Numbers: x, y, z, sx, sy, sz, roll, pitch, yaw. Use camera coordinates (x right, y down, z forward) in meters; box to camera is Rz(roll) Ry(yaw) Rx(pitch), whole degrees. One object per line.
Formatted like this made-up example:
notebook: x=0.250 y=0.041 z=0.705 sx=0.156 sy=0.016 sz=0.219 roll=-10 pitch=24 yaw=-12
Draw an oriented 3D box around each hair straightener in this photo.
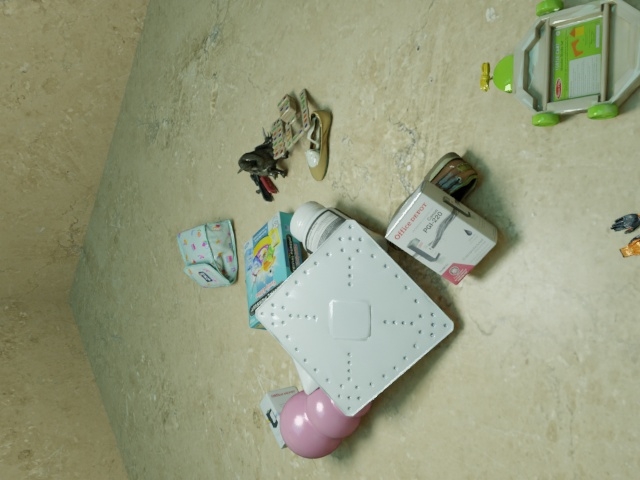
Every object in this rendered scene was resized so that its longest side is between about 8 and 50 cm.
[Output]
hair straightener: x=-0.238 y=-0.220 z=1.988 sx=0.230 sy=0.047 sz=0.089 roll=54 pitch=127 yaw=34

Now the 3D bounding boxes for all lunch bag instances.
lunch bag: x=-0.454 y=0.067 z=2.147 sx=0.224 sy=0.160 sz=0.262 roll=-12 pitch=91 yaw=44

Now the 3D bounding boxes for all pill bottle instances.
pill bottle: x=0.049 y=-0.002 z=1.553 sx=0.278 sy=0.162 sz=0.162 roll=34 pitch=114 yaw=35

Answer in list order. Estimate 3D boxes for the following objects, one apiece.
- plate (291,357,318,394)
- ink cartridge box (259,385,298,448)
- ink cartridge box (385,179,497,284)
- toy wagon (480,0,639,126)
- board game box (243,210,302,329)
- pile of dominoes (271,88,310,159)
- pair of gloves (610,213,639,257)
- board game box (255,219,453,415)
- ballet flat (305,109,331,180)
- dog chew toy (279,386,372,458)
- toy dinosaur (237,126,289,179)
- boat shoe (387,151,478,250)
plate: x=0.001 y=0.276 z=1.596 sx=0.278 sy=0.045 sz=0.277 roll=-43 pitch=41 yaw=11
ink cartridge box: x=-0.108 y=0.592 z=1.765 sx=0.175 sy=0.128 sz=0.072 roll=54 pitch=129 yaw=35
ink cartridge box: x=0.291 y=-0.020 z=1.272 sx=0.218 sy=0.092 sz=0.158 roll=35 pitch=122 yaw=1
toy wagon: x=0.513 y=-0.384 z=1.134 sx=0.345 sy=0.068 sz=0.267 roll=3 pitch=91 yaw=49
board game box: x=-0.166 y=0.106 z=1.824 sx=0.254 sy=0.079 sz=0.335 roll=-40 pitch=48 yaw=41
pile of dominoes: x=-0.117 y=-0.402 z=1.785 sx=0.196 sy=0.040 sz=0.251 roll=-43 pitch=35 yaw=30
pair of gloves: x=0.624 y=-0.013 z=1.042 sx=0.074 sy=0.010 sz=0.083 roll=-30 pitch=67 yaw=44
board game box: x=0.083 y=0.208 z=1.409 sx=0.390 sy=0.050 sz=0.390 roll=-45 pitch=83 yaw=14
ballet flat: x=-0.018 y=-0.313 z=1.723 sx=0.080 sy=0.073 sz=0.232 roll=10 pitch=97 yaw=47
dog chew toy: x=0.026 y=0.511 z=1.572 sx=0.332 sy=0.207 sz=0.206 roll=-45 pitch=57 yaw=29
toy dinosaur: x=-0.214 y=-0.275 z=1.848 sx=0.161 sy=0.313 sz=0.120 roll=20 pitch=133 yaw=24
boat shoe: x=0.282 y=-0.077 z=1.352 sx=0.104 sy=0.111 sz=0.307 roll=54 pitch=127 yaw=36
